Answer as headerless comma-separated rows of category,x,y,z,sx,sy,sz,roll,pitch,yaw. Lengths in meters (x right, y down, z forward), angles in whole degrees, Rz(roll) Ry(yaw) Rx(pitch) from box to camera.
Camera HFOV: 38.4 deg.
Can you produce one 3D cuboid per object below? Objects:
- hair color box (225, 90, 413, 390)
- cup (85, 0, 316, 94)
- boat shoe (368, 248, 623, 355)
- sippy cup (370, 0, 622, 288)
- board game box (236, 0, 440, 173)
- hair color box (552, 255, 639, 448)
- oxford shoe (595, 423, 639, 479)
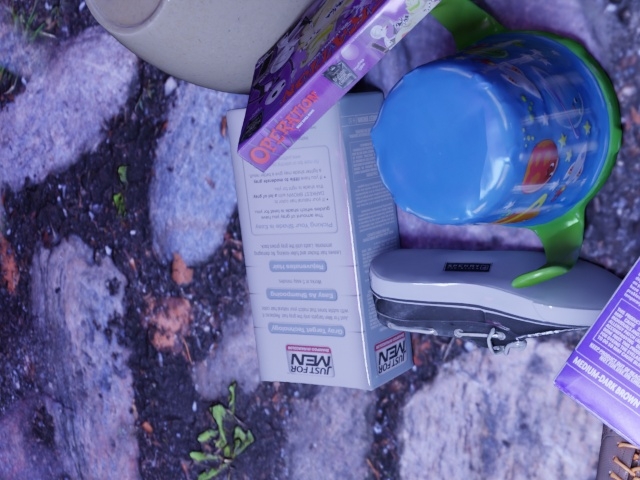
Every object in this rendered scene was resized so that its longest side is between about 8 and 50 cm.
hair color box,0.000,0.000,1.228,0.185,0.114,0.374,-1,98,36
cup,-0.171,-0.351,1.198,0.331,0.237,0.331,9,105,35
boat shoe,0.206,0.082,1.091,0.306,0.113,0.105,2,121,18
sippy cup,0.179,-0.113,1.005,0.305,0.224,0.240,37,119,24
board game box,0.037,-0.247,1.029,0.347,0.056,0.208,-41,31,30
hair color box,0.372,0.024,0.867,0.110,0.185,0.339,39,103,25
oxford shoe,0.364,0.255,1.007,0.130,0.133,0.363,3,101,36
